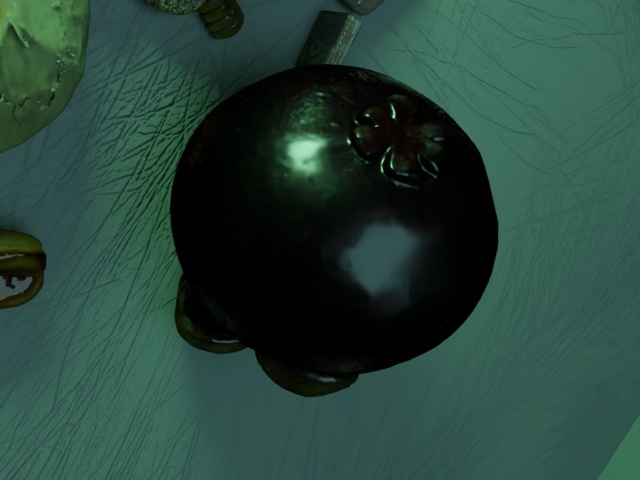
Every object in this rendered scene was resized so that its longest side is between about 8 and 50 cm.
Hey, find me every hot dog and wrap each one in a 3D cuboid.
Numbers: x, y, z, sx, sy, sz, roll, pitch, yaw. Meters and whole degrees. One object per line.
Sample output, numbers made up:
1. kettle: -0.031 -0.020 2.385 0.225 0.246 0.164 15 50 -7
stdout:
1. hot dog: -0.399 0.025 0.725 0.250 0.076 0.104 -3 130 -36

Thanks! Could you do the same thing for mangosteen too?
1. mangosteen: 0.000 0.000 0.895 0.382 0.382 0.435 -17 158 -35

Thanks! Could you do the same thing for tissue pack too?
1. tissue pack: 0.010 -0.254 0.957 0.035 0.063 0.083 24 91 -41

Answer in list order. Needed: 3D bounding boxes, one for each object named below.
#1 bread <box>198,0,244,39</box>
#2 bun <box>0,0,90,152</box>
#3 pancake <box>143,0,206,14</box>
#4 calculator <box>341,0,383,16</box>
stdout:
1. bread: -0.120 -0.272 0.856 0.049 0.034 0.088 -39 131 -13
2. bun: -0.324 -0.197 0.635 0.287 0.146 0.287 -21 123 -35
3. pancake: -0.162 -0.299 0.800 0.108 0.017 0.108 -5 101 -24
4. calculator: 0.082 -0.380 0.983 0.175 0.032 0.100 -46 132 -16
